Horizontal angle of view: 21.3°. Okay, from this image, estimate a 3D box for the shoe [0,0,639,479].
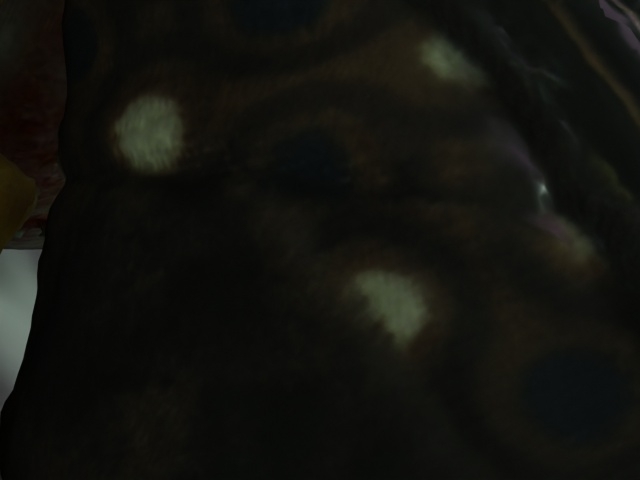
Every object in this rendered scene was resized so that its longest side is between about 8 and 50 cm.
[{"bbox_3d":[0.000,0.000,0.518,0.384,0.237,0.171,55,7,20],"label":"shoe"}]

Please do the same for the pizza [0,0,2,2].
[{"bbox_3d":[-0.248,-0.219,0.524,0.409,0.114,0.278,47,-22,-10],"label":"pizza"}]

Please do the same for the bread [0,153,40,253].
[{"bbox_3d":[-0.163,-0.029,0.569,0.132,0.074,0.053,42,-10,-21],"label":"bread"}]

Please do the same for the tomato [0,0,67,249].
[{"bbox_3d":[-0.110,-0.148,0.753,0.282,0.316,0.317,40,1,10],"label":"tomato"}]
